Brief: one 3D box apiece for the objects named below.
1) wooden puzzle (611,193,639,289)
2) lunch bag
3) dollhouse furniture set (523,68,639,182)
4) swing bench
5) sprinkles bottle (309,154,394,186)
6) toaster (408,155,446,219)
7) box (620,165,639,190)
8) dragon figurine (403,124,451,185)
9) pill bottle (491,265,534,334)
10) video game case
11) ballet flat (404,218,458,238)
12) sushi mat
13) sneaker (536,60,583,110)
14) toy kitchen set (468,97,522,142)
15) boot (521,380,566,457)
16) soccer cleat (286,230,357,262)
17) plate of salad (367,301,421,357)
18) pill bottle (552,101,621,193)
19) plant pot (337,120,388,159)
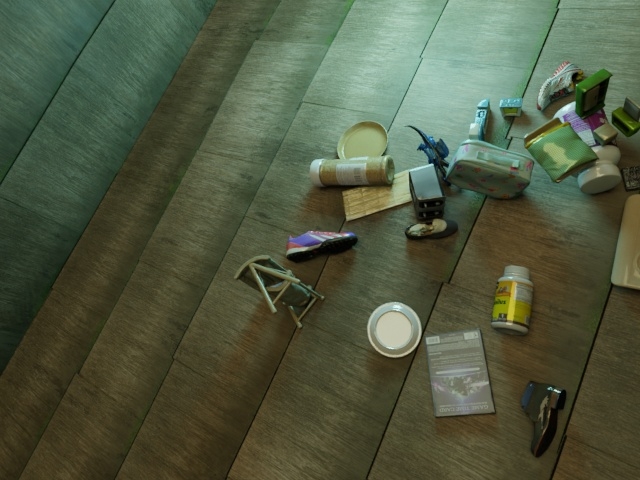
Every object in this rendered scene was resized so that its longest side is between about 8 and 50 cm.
[{"bbox_3d":[1.120,0.030,1.450,0.347,0.080,0.322,10,73,33],"label":"wooden puzzle"},{"bbox_3d":[0.610,-0.253,1.686,0.279,0.224,0.108,17,73,5],"label":"lunch bag"},{"bbox_3d":[0.826,-0.359,1.503,0.301,0.151,0.198,-32,59,8],"label":"dollhouse furniture set"},{"bbox_3d":[-0.160,0.187,1.862,0.254,0.253,0.165,37,86,32],"label":"swing bench"},{"bbox_3d":[0.132,-0.293,2.002,0.355,0.121,0.121,2,69,29],"label":"sprinkles bottle"},{"bbox_3d":[0.408,-0.192,1.807,0.110,0.168,0.186,-11,64,5],"label":"toaster"},{"bbox_3d":[1.073,-0.213,1.605,0.067,0.018,0.083,-9,65,21],"label":"box"},{"bbox_3d":[0.448,-0.350,1.847,0.085,0.289,0.144,-36,20,4],"label":"dragon figurine"},{"bbox_3d":[0.642,0.198,1.567,0.117,0.117,0.215,6,71,27],"label":"pill bottle"},{"bbox_3d":[0.467,0.448,1.595,0.196,0.026,0.274,-12,65,20],"label":"video game case"},{"bbox_3d":[0.420,-0.046,1.804,0.203,0.074,0.074,-9,65,21],"label":"ballet flat"},{"bbox_3d":[0.242,-0.190,1.979,0.316,0.019,0.152,-17,63,17],"label":"sushi mat"},{"bbox_3d":[0.914,-0.588,1.802,0.225,0.088,0.092,-49,59,-1],"label":"sneaker"},{"bbox_3d":[0.685,-0.466,1.833,0.166,0.122,0.207,7,72,27],"label":"toy kitchen set"},{"bbox_3d":[0.667,0.543,1.448,0.106,0.082,0.219,16,79,52],"label":"boot"},{"bbox_3d":[0.000,0.000,1.960,0.318,0.108,0.117,-15,59,21],"label":"soccer cleat"},{"bbox_3d":[0.270,0.327,1.725,0.199,0.048,0.200,-4,74,15],"label":"plate of salad"},{"bbox_3d":[0.928,-0.322,1.631,0.169,0.169,0.302,-13,64,19],"label":"pill bottle"},{"bbox_3d":[0.190,-0.425,2.097,0.236,0.032,0.237,-10,65,22],"label":"plant pot"}]
